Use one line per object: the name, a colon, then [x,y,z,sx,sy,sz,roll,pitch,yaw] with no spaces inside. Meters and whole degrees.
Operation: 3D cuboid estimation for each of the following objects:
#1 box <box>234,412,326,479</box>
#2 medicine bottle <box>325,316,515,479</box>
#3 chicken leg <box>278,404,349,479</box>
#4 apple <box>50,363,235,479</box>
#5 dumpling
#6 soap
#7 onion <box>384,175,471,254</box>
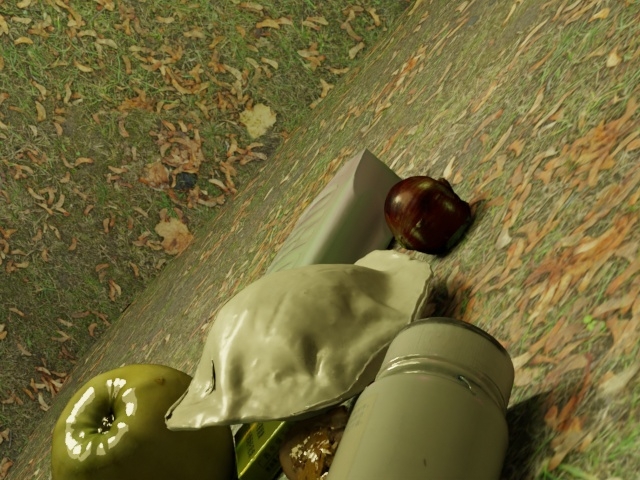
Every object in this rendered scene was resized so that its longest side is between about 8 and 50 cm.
box: [-0.007,0.189,1.605,0.311,0.043,0.173,-51,11,4]
medicine bottle: [0.084,0.195,1.006,0.143,0.143,0.258,-41,17,43]
chicken leg: [0.022,0.247,1.262,0.101,0.085,0.207,-39,19,-10]
apple: [-0.253,0.309,1.667,0.262,0.262,0.262,-49,12,14]
dumpling: [-0.014,0.125,1.391,0.341,0.181,0.260,-10,6,-32]
soap: [0.011,0.026,1.852,0.208,0.115,0.347,-33,22,56]
onion: [0.141,-0.040,1.583,0.118,0.119,0.117,-55,8,-17]
